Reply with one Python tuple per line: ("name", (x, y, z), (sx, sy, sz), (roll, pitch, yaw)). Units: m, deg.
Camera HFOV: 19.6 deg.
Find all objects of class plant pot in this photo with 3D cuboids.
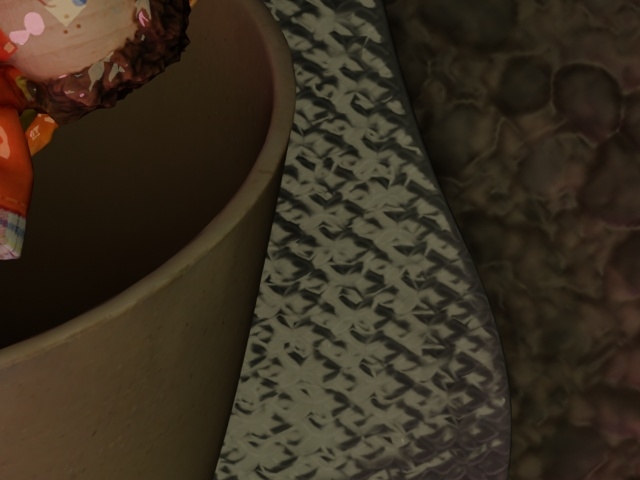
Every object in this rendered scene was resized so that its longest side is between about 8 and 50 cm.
("plant pot", (-0.140, 0.072, 0.511), (0.256, 0.256, 0.274), (3, 124, -1))

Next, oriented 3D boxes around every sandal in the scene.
("sandal", (0.001, -0.001, 0.577), (0.097, 0.054, 0.254), (-9, 97, -4))

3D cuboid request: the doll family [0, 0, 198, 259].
("doll family", (-0.108, -0.098, 0.375), (0.163, 0.118, 0.263), (-20, 79, -7))
